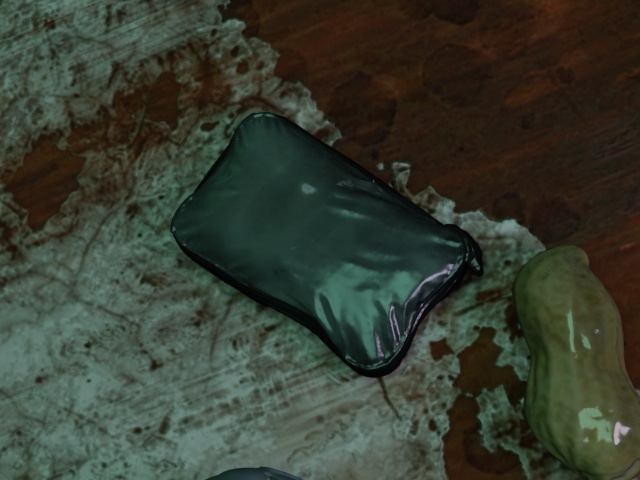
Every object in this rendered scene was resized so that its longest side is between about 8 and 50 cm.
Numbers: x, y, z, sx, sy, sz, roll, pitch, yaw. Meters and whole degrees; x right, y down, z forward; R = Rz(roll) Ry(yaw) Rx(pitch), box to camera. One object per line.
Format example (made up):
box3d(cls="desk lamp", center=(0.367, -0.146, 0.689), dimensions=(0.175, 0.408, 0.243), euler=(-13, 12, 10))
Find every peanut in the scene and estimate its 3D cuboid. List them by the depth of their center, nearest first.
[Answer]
box3d(cls="peanut", center=(0.257, 0.128, 1.783), dimensions=(0.123, 0.123, 0.257), euler=(-18, 70, 8))

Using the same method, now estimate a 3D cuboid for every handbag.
box3d(cls="handbag", center=(0.002, 0.002, 1.901), dimensions=(0.332, 0.075, 0.191), euler=(33, 81, 22))

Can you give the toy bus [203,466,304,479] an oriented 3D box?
box3d(cls="toy bus", center=(-0.095, 0.368, 1.745), dimensions=(0.232, 0.194, 0.288), euler=(-12, 57, 55))
